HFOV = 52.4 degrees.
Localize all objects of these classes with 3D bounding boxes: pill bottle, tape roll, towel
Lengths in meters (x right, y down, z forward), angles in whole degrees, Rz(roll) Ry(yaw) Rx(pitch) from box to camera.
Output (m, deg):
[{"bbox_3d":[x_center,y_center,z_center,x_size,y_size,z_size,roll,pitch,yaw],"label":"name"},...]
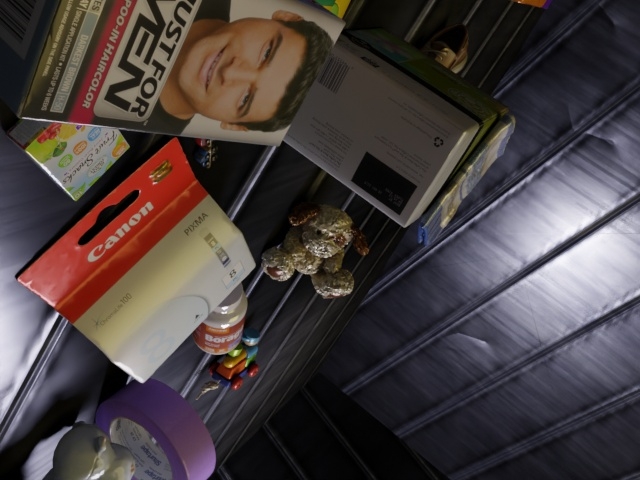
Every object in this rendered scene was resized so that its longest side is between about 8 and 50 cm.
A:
[{"bbox_3d":[-0.231,0.165,1.489,0.121,0.121,0.216,-44,163,-32],"label":"pill bottle"},{"bbox_3d":[-0.361,0.438,1.416,0.090,0.275,0.275,-37,159,-49],"label":"tape roll"},{"bbox_3d":[0.294,-0.116,1.322,0.285,0.034,0.209,-51,167,-3],"label":"towel"}]

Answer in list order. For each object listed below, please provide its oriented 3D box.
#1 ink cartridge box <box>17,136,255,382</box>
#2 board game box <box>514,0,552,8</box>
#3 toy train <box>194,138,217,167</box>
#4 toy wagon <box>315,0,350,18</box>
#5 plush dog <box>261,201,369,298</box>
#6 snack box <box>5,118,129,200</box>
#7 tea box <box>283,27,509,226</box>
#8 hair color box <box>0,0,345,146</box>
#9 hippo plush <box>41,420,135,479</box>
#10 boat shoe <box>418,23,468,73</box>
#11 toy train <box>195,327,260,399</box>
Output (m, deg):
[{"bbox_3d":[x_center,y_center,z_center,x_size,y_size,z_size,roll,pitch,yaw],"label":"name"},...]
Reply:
[{"bbox_3d":[-0.270,0.052,1.077,0.308,0.091,0.385,-46,159,-16],"label":"ink cartridge box"},{"bbox_3d":[0.147,-0.484,0.636,0.356,0.356,0.356,-30,153,-58],"label":"board game box"},{"bbox_3d":[-0.182,-0.168,1.030,0.036,0.027,0.158,-41,162,-29],"label":"toy train"},{"bbox_3d":[-0.070,-0.324,0.925,0.344,0.068,0.267,-31,154,-57],"label":"toy wagon"},{"bbox_3d":[0.000,0.000,1.714,0.225,0.262,0.210,-52,-157,39],"label":"plush dog"},{"bbox_3d":[-0.293,-0.118,0.771,0.100,0.037,0.141,-48,166,-14],"label":"snack box"},{"bbox_3d":[0.145,-0.240,1.286,0.323,0.329,0.220,-33,157,-57],"label":"tea box"},{"bbox_3d":[-0.149,-0.219,0.700,0.374,0.113,0.185,-7,133,-56],"label":"hair color box"},{"bbox_3d":[-0.515,0.486,1.308,0.294,0.234,0.236,45,57,-35],"label":"hippo plush"},{"bbox_3d":[0.284,-0.458,1.672,0.324,0.123,0.116,-51,161,-34],"label":"boat shoe"},{"bbox_3d":[-0.268,0.359,1.908,0.248,0.105,0.143,-29,143,-58],"label":"toy train"}]
